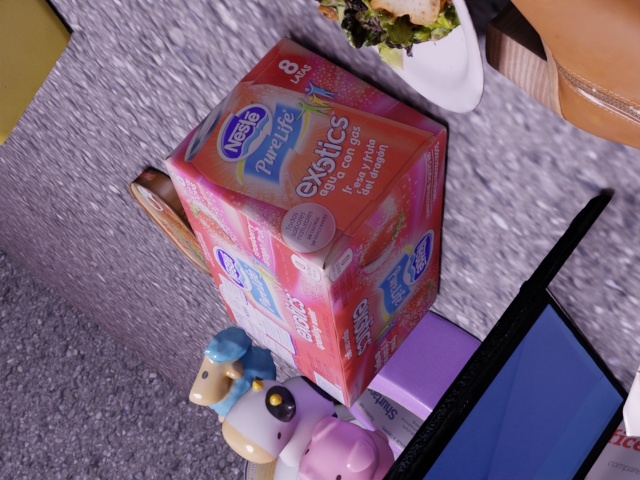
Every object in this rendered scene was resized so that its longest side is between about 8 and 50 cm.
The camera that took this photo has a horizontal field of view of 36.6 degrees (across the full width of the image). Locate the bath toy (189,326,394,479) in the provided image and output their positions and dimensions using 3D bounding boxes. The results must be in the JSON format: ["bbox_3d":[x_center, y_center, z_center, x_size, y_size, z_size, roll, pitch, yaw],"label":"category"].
[{"bbox_3d":[0.017,0.224,1.045,0.348,0.151,0.129,30,124,28],"label":"bath toy"}]

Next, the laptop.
[{"bbox_3d":[0.149,0.136,0.673,0.136,0.234,0.264,36,161,10],"label":"laptop"}]

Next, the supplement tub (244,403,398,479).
[{"bbox_3d":[0.023,0.360,1.449,0.228,0.228,0.316,43,162,-6],"label":"supplement tub"}]

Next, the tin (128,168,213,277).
[{"bbox_3d":[-0.178,-0.019,1.278,0.106,0.040,0.190,11,146,49],"label":"tin"}]

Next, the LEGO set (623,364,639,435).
[{"bbox_3d":[0.241,0.065,0.489,0.107,0.132,0.287,24,178,27],"label":"LEGO set"}]

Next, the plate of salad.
[{"bbox_3d":[0.017,-0.146,0.514,0.200,0.048,0.200,53,175,7],"label":"plate of salad"}]

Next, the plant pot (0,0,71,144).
[{"bbox_3d":[-0.396,-0.210,1.033,0.187,0.212,0.212,34,166,-28],"label":"plant pot"}]

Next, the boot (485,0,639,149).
[{"bbox_3d":[0.143,-0.098,0.409,0.152,0.073,0.197,34,173,22],"label":"boot"}]

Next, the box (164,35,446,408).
[{"bbox_3d":[0.000,0.000,0.798,0.154,0.142,0.300,33,160,21],"label":"box"}]

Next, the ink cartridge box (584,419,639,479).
[{"bbox_3d":[0.232,0.284,0.777,0.117,0.283,0.207,51,159,-18],"label":"ink cartridge box"}]

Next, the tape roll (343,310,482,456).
[{"bbox_3d":[0.131,0.185,1.053,0.274,0.090,0.275,35,161,14],"label":"tape roll"}]
